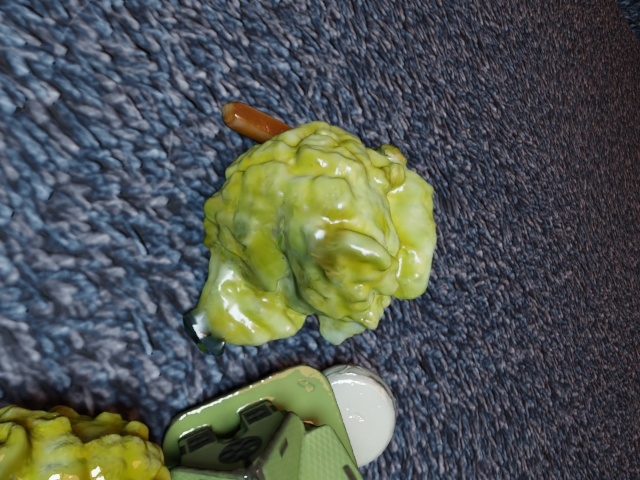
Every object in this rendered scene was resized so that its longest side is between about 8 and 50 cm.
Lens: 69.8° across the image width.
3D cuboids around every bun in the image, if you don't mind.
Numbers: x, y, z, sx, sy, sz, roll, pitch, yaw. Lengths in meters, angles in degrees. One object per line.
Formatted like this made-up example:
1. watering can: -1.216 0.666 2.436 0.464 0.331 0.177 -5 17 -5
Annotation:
1. bun: 0.035 0.240 0.650 0.138 0.094 0.138 0 87 -5

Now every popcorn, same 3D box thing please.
1. popcorn: 0.004 -0.004 0.566 0.237 0.293 0.292 -28 101 -58
2. popcorn: -0.231 0.235 0.367 0.218 0.169 0.189 18 73 -20

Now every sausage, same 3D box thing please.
1. sausage: -0.081 -0.158 0.654 0.131 0.039 0.041 20 78 -35

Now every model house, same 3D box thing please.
1. model house: -0.020 0.265 0.443 0.219 0.279 0.204 -20 94 -21
